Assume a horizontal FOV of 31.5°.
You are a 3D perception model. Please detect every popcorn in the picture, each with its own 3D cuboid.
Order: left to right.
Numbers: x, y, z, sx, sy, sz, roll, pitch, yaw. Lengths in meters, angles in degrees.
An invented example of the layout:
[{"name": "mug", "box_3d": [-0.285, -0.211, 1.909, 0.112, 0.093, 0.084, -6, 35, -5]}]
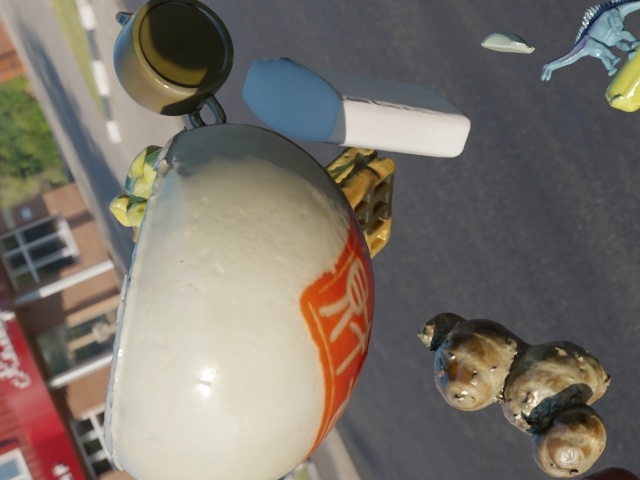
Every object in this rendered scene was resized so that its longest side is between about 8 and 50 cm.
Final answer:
[{"name": "popcorn", "box_3d": [-0.244, -0.051, 2.097, 0.286, 0.252, 0.215, 52, 177, -16]}]

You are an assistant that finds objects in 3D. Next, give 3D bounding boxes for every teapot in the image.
[{"name": "teapot", "box_3d": [-0.251, -0.284, 1.897, 0.267, 0.186, 0.175, 55, 149, -3]}]

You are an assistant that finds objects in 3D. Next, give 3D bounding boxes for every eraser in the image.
[{"name": "eraser", "box_3d": [0.051, -0.173, 1.492, 0.174, 0.270, 0.094, 31, 110, 38]}]

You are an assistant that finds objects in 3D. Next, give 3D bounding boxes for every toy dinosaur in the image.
[{"name": "toy dinosaur", "box_3d": [0.351, -0.252, 1.383, 0.080, 0.197, 0.045, 49, 177, 21]}]

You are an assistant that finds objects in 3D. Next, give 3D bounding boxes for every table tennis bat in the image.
[{"name": "table tennis bat", "box_3d": [0.480, -0.314, 1.418, 0.054, 0.368, 0.224, 35, -154, 4]}]

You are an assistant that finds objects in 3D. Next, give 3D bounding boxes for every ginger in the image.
[{"name": "ginger", "box_3d": [0.329, 0.239, 1.936, 0.375, 0.256, 0.176, 29, 131, 21]}]

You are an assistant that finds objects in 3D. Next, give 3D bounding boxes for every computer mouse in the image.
[{"name": "computer mouse", "box_3d": [0.325, -0.342, 1.946, 0.110, 0.056, 0.032, 19, 99, 55]}]

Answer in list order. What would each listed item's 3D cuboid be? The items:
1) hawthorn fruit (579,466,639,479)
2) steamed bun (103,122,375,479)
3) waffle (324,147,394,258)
[{"name": "hawthorn fruit", "box_3d": [0.598, 0.559, 2.277, 0.200, 0.179, 0.179, 47, 159, 32]}, {"name": "steamed bun", "box_3d": [-0.070, 0.076, 1.128, 0.374, 0.241, 0.374, -167, 90, -90]}, {"name": "waffle", "box_3d": [0.000, 0.000, 1.947, 0.098, 0.328, 0.224, 28, 141, 24]}]
